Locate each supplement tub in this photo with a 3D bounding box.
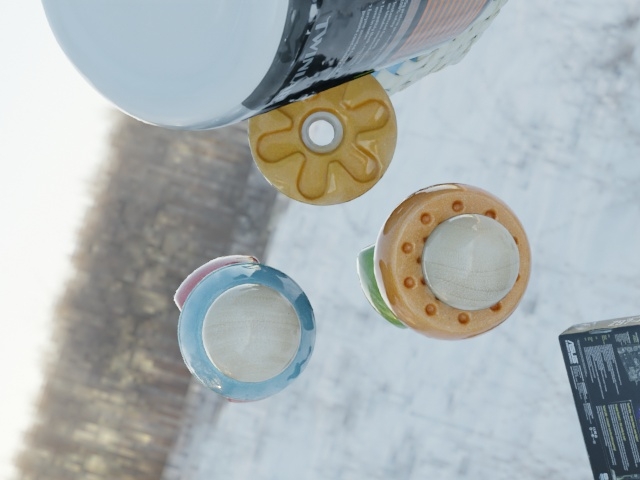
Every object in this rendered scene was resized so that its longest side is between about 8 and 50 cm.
[{"bbox_3d":[-0.005,-0.190,0.933,0.316,0.194,0.193,-27,-38,-53],"label":"supplement tub"}]

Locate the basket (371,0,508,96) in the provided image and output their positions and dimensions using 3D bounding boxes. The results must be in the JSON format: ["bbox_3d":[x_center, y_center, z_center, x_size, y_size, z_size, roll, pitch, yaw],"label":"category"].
[{"bbox_3d":[0.050,-0.310,1.660,0.255,0.289,0.201,-35,-15,-43],"label":"basket"}]

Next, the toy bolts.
[{"bbox_3d":[0.000,0.000,0.976,0.228,0.218,0.158,-34,2,-6],"label":"toy bolts"}]

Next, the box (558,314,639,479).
[{"bbox_3d":[0.146,0.074,0.671,0.018,0.067,0.083,-24,-80,-56],"label":"box"}]
